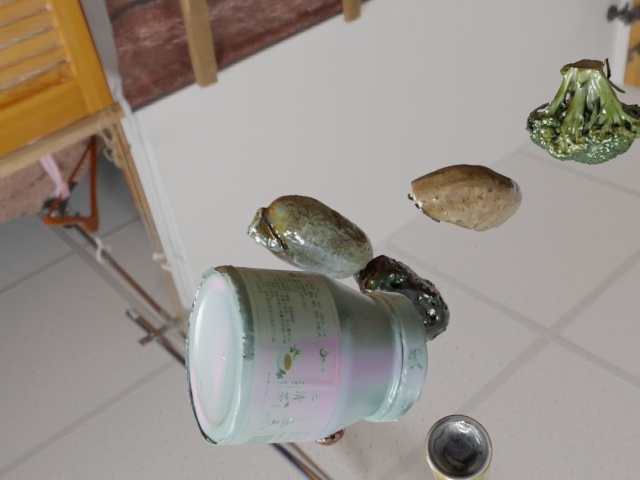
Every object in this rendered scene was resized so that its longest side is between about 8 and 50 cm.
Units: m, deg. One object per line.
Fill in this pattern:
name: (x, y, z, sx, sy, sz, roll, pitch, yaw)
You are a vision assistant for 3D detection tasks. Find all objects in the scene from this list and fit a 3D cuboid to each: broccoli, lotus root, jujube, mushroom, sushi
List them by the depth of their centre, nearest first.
mushroom: (0.230, -0.065, 1.072, 0.210, 0.094, 0.072, 12, -144, -40)
jujube: (0.003, 0.371, 1.524, 0.077, 0.077, 0.129, -18, -142, -11)
sushi: (0.188, 0.133, 1.618, 0.124, 0.225, 0.127, -50, -159, 10)
lotus root: (0.001, -0.002, 1.740, 0.350, 0.175, 0.175, 25, -147, -20)
broccoli: (0.734, -0.347, 1.977, 0.321, 0.283, 0.304, 8, -148, 33)

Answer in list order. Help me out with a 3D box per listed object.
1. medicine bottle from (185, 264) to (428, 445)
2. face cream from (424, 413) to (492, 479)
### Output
medicine bottle: (-0.021, 0.161, 1.035, 0.290, 0.245, 0.245, 4, -149, -27)
face cream: (0.241, 0.384, 1.257, 0.105, 0.348, 0.105, -4, -115, 10)
